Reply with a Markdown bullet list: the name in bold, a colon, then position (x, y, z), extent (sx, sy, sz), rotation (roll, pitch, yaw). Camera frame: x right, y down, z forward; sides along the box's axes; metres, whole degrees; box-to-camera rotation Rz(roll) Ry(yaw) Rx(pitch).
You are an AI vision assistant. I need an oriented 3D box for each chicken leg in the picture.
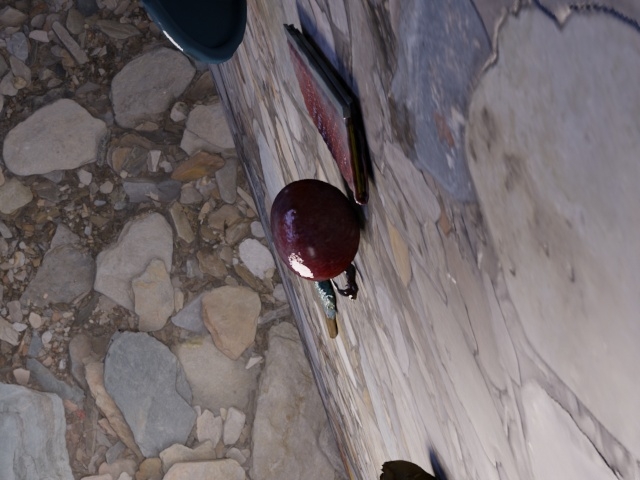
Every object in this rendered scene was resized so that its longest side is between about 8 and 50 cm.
- **chicken leg**: position (0.117, 0.301, 0.929), extent (0.198, 0.069, 0.084), rotation (-135, 50, -61)

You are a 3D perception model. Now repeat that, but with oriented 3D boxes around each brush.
- **brush**: position (0.014, 0.113, 1.455), extent (0.196, 0.021, 0.070), rotation (77, 171, -58)

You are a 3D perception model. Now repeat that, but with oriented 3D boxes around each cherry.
- **cherry**: position (0.000, 0.000, 0.966), extent (0.107, 0.090, 0.225), rotation (57, 178, 19)

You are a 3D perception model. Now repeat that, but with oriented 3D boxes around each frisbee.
- **frisbee**: position (-0.173, -0.340, 1.041), extent (0.289, 0.049, 0.289), rotation (-13, -90, -68)

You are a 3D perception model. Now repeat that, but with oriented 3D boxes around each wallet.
- **wallet**: position (0.005, -0.122, 0.837), extent (0.196, 0.020, 0.103), rotation (-117, 12, -54)
